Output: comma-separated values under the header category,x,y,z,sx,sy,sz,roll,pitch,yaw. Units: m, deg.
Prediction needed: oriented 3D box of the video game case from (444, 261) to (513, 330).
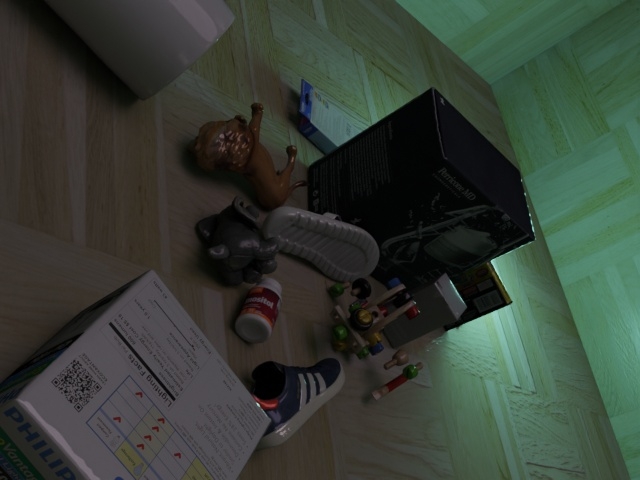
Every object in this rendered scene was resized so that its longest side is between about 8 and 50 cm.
category,x,y,z,sx,sy,sz,roll,pitch,yaw
video game case,0.457,0.139,2.433,0.035,0.275,0.248,-20,81,-45

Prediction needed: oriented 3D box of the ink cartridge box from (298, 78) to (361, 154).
category,x,y,z,sx,sy,sz,roll,pitch,yaw
ink cartridge box,0.023,-0.366,2.435,0.311,0.065,0.186,40,36,-33

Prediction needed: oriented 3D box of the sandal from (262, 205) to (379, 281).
category,x,y,z,sx,sy,sz,roll,pitch,yaw
sandal,0.011,-0.011,2.040,0.416,0.169,0.102,28,22,-42

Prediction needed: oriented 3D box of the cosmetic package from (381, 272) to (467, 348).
category,x,y,z,sx,sy,sz,roll,pitch,yaw
cosmetic package,0.287,0.204,2.163,0.127,0.238,0.107,60,31,-1

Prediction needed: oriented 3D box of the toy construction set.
category,x,y,z,sx,sy,sz,roll,pitch,yaw
toy construction set,0.115,0.264,1.931,0.237,0.257,0.309,-23,94,-42

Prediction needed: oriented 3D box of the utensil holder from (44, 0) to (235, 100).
category,x,y,z,sx,sy,sz,roll,pitch,yaw
utensil holder,-0.427,-0.562,1.690,0.385,0.327,0.328,47,33,-22

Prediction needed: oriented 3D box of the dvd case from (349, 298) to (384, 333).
category,x,y,z,sx,sy,sz,roll,pitch,yaw
dvd case,0.133,0.223,2.144,0.119,0.013,0.087,59,31,1

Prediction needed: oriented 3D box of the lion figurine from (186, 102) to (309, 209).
category,x,y,z,sx,sy,sz,roll,pitch,yaw
lion figurine,-0.165,-0.190,1.942,0.392,0.142,0.240,43,42,-33

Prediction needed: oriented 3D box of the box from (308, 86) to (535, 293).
category,x,y,z,sx,sy,sz,roll,pitch,yaw
box,0.293,-0.117,2.218,0.480,0.471,0.297,33,40,-36

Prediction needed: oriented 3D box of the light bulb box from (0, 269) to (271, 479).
category,x,y,z,sx,sy,sz,roll,pitch,yaw
light bulb box,-0.321,0.305,1.204,0.358,0.225,0.361,54,32,-11

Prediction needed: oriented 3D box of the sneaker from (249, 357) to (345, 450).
category,x,y,z,sx,sy,sz,roll,pitch,yaw
sneaker,-0.064,0.315,1.661,0.148,0.131,0.350,63,31,-4

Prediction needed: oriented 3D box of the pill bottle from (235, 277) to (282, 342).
category,x,y,z,sx,sy,sz,roll,pitch,yaw
pill bottle,-0.138,0.158,1.732,0.086,0.086,0.152,47,32,-21

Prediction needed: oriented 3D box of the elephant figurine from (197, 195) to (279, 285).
category,x,y,z,sx,sy,sz,roll,pitch,yaw
elephant figurine,-0.203,-0.024,1.761,0.169,0.186,0.239,-13,55,-14
